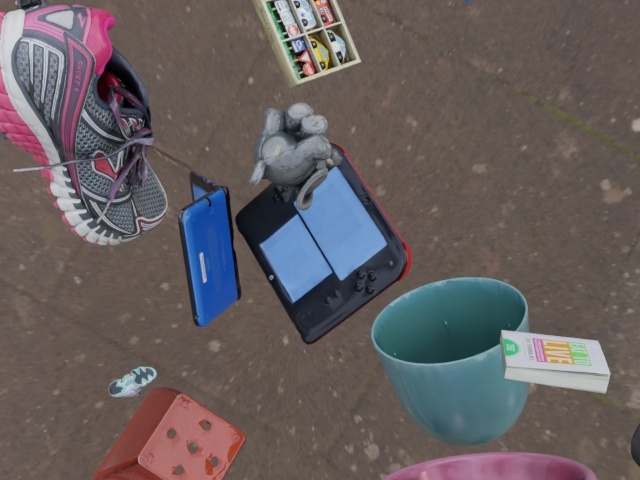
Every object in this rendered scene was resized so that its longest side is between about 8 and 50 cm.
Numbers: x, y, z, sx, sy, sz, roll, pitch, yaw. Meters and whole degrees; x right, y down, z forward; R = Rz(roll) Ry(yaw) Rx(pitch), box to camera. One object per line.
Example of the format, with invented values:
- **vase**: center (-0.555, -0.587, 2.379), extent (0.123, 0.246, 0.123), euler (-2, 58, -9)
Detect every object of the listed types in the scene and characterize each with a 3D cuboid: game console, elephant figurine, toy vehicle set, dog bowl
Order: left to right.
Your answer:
- **game console**: center (-0.293, 0.015, 1.925), extent (0.174, 0.250, 0.293), euler (8, 116, 27)
- **elephant figurine**: center (-0.043, -0.146, 1.632), extent (0.186, 0.239, 0.169), euler (-11, 63, 0)
- **toy vehicle set**: center (-0.041, -0.458, 1.665), extent (0.166, 0.035, 0.266), euler (-27, 97, -27)
- **game console**: center (0.000, 0.000, 1.922), extent (0.342, 0.060, 0.386), euler (-37, 70, 17)
- **dog bowl**: center (0.255, 0.438, 1.257), extent (0.408, 0.408, 0.150), euler (-6, 89, -2)

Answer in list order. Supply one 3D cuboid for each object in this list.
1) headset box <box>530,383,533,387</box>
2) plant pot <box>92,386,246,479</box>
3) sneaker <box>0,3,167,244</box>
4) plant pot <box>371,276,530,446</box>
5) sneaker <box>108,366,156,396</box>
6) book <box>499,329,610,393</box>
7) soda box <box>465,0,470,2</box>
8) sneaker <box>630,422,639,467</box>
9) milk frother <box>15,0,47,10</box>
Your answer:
- **headset box**: center (0.470, 0.296, 1.885), extent (0.083, 0.032, 0.062), euler (40, 82, -6)
- **plant pot**: center (-0.318, 0.486, 1.861), extent (0.267, 0.236, 0.267), euler (35, 59, -6)
- **sneaker**: center (-0.197, -0.088, 0.742), extent (0.112, 0.299, 0.120), euler (-8, 64, 5)
- **plant pot**: center (0.265, 0.245, 1.561), extent (0.293, 0.293, 0.235), euler (-18, 113, -3)
- **sneaker**: center (-0.349, 0.273, 1.572), extent (0.098, 0.069, 0.038), euler (-22, 68, 7)
- **book**: center (0.340, 0.174, 1.204), extent (0.144, 0.096, 0.035), euler (5, 118, 5)
- **soda box**: center (0.249, -0.569, 1.610), extent (0.067, 0.071, 0.210), euler (3, 53, -38)
- **sneaker**: center (0.416, 0.141, 0.797), extent (0.090, 0.145, 0.270), euler (24, 97, -12)
- **milk frother**: center (-0.401, -0.238, 1.004), extent (0.129, 0.135, 0.143), euler (-13, 94, 26)
